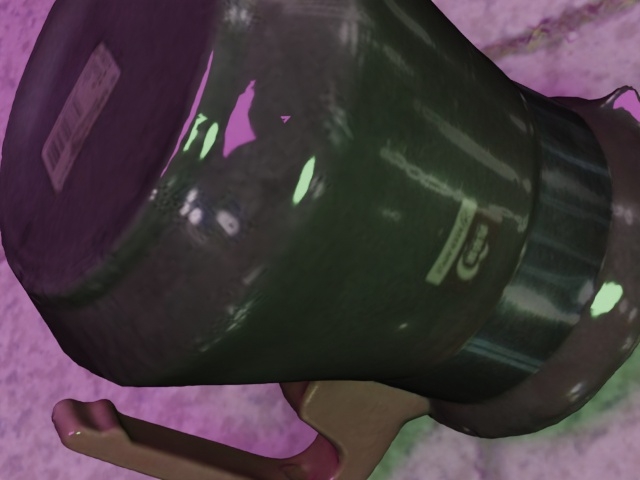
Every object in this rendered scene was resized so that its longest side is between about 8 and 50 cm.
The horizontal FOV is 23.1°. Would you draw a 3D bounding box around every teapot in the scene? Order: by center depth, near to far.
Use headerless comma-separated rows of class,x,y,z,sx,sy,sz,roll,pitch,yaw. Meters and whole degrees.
teapot,0.000,0.000,0.961,0.376,0.362,0.305,-58,33,16
